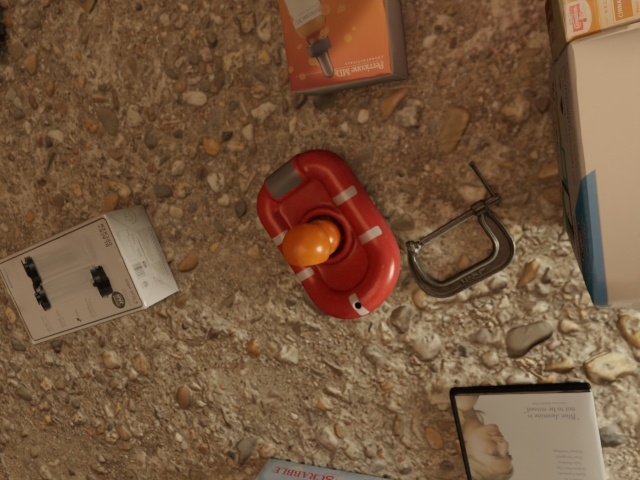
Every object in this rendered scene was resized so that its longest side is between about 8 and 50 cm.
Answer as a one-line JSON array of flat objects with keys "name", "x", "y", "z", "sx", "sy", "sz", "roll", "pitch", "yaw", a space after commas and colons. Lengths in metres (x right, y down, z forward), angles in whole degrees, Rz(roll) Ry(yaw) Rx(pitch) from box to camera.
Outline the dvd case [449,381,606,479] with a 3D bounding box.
[{"name": "dvd case", "x": 0.293, "y": 0.319, "z": 0.670, "sx": 0.181, "sy": 0.022, "sz": 0.252, "roll": -10, "pitch": 100, "yaw": 23}]

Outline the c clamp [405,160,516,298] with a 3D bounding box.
[{"name": "c clamp", "x": 0.177, "y": -0.002, "z": 0.634, "sx": 0.161, "sy": 0.022, "sz": 0.137, "roll": -40, "pitch": 93, "yaw": 23}]

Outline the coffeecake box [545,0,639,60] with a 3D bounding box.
[{"name": "coffeecake box", "x": 0.318, "y": -0.235, "z": 0.449, "sx": 0.186, "sy": 0.142, "sz": 0.068, "roll": -10, "pitch": 99, "yaw": 23}]

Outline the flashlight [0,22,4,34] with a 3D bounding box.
[{"name": "flashlight", "x": -0.695, "y": -0.356, "z": 0.834, "sx": 0.304, "sy": 0.103, "sz": 0.103, "roll": 9, "pitch": 133, "yaw": 18}]

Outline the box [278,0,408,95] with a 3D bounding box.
[{"name": "box", "x": 0.027, "y": -0.272, "z": 0.580, "sx": 0.130, "sy": 0.091, "sz": 0.170, "roll": -4, "pitch": 102, "yaw": 22}]

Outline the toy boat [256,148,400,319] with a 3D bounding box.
[{"name": "toy boat", "x": 0.000, "y": 0.000, "z": 0.628, "sx": 0.151, "sy": 0.151, "sz": 0.231, "roll": -34, "pitch": 90, "yaw": 25}]

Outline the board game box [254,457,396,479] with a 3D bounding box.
[{"name": "board game box", "x": 0.060, "y": 0.537, "z": 0.791, "sx": 0.319, "sy": 0.066, "sz": 0.317, "roll": -1, "pitch": 103, "yaw": 21}]

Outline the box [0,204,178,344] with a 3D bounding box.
[{"name": "box", "x": -0.409, "y": 0.062, "z": 0.837, "sx": 0.290, "sy": 0.087, "sz": 0.169, "roll": -19, "pitch": 96, "yaw": 24}]

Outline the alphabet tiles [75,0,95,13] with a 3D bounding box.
[{"name": "alphabet tiles", "x": -0.386, "y": -0.503, "z": 0.725, "sx": 0.237, "sy": 0.009, "sz": 0.198, "roll": 45, "pitch": 115, "yaw": 5}]

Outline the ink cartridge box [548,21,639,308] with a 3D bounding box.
[{"name": "ink cartridge box", "x": 0.320, "y": -0.083, "z": 0.418, "sx": 0.197, "sy": 0.270, "sz": 0.198, "roll": -7, "pitch": 101, "yaw": 24}]
